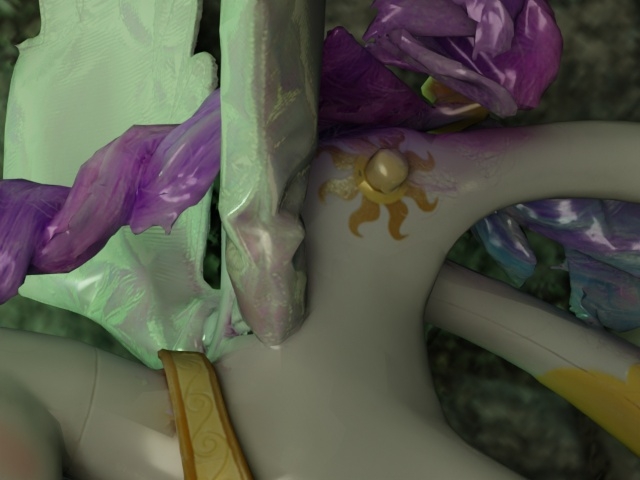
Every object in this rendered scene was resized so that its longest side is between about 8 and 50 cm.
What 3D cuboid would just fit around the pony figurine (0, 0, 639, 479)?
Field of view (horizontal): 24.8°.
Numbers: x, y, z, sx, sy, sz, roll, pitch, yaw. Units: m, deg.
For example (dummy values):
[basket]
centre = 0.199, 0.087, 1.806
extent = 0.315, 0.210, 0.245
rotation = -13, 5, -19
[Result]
[pony figurine]
centre = 0.000, 0.000, 0.466
extent = 0.363, 0.303, 0.351
rotation = 16, 64, -17
